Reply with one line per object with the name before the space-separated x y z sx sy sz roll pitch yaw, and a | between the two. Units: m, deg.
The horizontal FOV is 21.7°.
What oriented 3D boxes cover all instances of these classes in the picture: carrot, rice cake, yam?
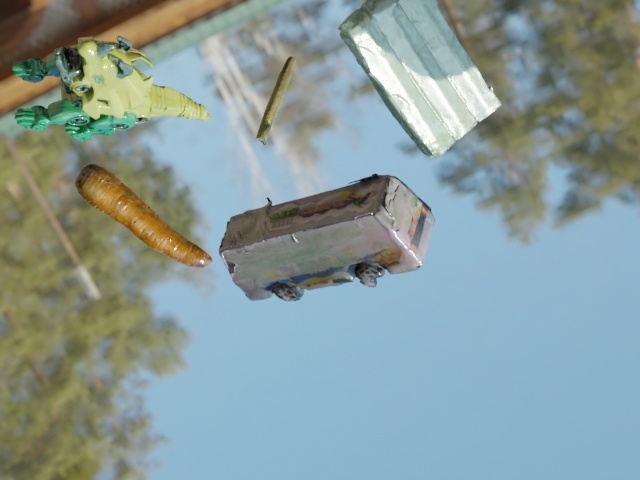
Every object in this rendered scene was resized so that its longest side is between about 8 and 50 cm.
carrot | -0.212 -0.024 1.994 0.047 0.191 0.047 -51 -176 5
rice cake | 0.112 -0.200 1.895 0.124 0.211 0.038 -40 -148 -13
yam | -0.046 -0.146 1.725 0.014 0.014 0.107 -4 -123 41

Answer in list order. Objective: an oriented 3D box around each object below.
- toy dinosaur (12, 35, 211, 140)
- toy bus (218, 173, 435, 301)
toy dinosaur | -0.221 -0.158 1.805 0.153 0.094 0.259 -12 163 28
toy bus | 0.000 0.000 2.383 0.317 0.138 0.112 -14 -136 34
